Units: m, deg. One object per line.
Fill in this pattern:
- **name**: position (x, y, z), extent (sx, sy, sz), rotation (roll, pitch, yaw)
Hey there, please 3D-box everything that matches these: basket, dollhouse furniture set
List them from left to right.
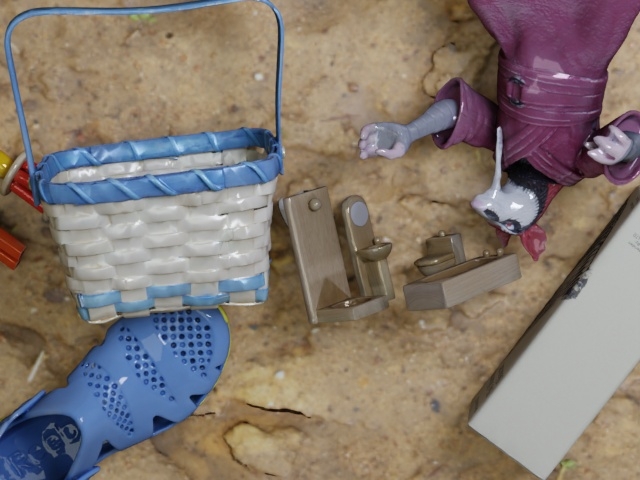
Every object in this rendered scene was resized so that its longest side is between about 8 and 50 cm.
- **basket**: position (-0.157, -0.079, 1.617), extent (0.255, 0.201, 0.289), rotation (-4, 108, -7)
- **dollhouse furniture set**: position (0.077, -0.002, 1.640), extent (0.151, 0.144, 0.123), rotation (-6, 99, 45)

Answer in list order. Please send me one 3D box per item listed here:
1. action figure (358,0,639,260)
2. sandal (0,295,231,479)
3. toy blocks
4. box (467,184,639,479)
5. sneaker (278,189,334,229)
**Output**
- **action figure**: position (0.205, -0.162, 1.607), extent (0.248, 0.276, 0.370), rotation (19, 121, 20)
- **sandal**: position (-0.217, 0.168, 1.707), extent (0.317, 0.138, 0.126), rotation (-42, 90, 9)
- **toy blocks**: position (-0.302, -0.026, 1.729), extent (0.148, 0.054, 0.123), rotation (31, 100, 1)
- **box**: position (0.258, 0.085, 1.647), extent (0.094, 0.113, 0.275), rotation (37, 100, 1)
- **sneaker**: position (0.000, 0.000, 1.702), extent (0.044, 0.040, 0.109), rotation (-27, 95, 8)
